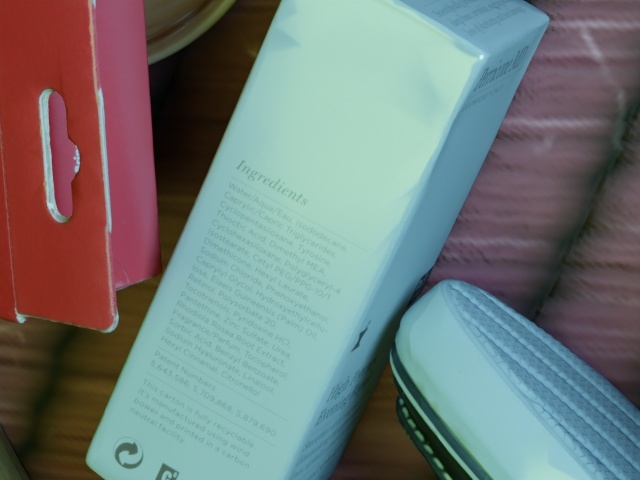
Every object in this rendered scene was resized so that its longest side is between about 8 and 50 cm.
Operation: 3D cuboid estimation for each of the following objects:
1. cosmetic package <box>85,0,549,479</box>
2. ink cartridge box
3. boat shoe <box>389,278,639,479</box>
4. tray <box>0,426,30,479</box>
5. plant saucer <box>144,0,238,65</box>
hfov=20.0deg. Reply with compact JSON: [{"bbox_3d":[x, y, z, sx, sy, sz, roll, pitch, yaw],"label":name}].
[{"bbox_3d":[0.000,0.000,0.732,0.085,0.117,0.231,30,111,11],"label":"cosmetic package"},{"bbox_3d":[-0.140,-0.049,0.720,0.231,0.078,0.134,10,109,39],"label":"ink cartridge box"},{"bbox_3d":[0.125,0.170,0.722,0.119,0.121,0.335,-40,89,19],"label":"boat shoe"},{"bbox_3d":[-0.342,0.164,0.914,0.411,0.076,0.203,-28,92,22],"label":"tray"},{"bbox_3d":[-0.102,-0.170,0.772,0.200,0.037,0.200,4,102,19],"label":"plant saucer"}]
